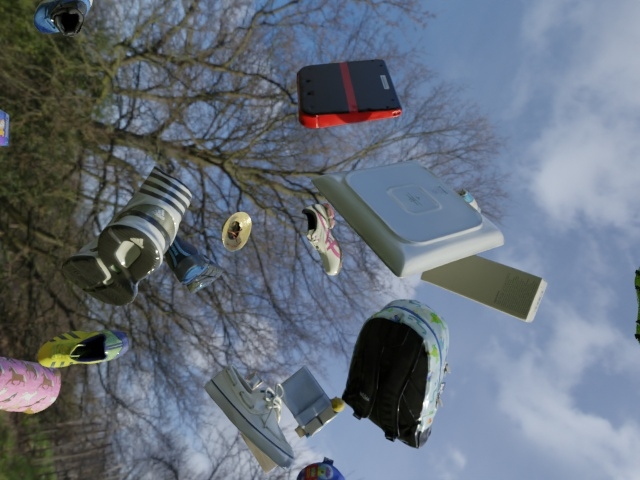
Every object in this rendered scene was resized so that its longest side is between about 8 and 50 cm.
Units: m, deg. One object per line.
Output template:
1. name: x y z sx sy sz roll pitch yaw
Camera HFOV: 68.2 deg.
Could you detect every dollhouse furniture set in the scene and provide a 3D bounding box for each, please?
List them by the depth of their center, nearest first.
1. dollhouse furniture set: -0.108 0.502 1.471 0.286 0.303 0.198 55 -11 4

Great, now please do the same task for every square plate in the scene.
1. square plate: 0.207 -0.082 1.091 0.347 0.344 0.049 51 -39 35

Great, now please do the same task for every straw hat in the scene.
1. straw hat: -0.311 -0.039 1.648 0.061 0.144 0.144 22 -71 33

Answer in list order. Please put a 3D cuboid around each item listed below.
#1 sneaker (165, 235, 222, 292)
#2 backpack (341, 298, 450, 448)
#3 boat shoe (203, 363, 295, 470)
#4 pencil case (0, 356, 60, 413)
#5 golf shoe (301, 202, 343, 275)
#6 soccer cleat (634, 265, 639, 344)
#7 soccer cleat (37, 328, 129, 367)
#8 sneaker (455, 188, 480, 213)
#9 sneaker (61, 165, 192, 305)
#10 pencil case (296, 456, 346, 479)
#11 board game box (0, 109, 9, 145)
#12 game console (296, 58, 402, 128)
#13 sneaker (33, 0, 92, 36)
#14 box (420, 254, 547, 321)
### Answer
1. sneaker: -0.402 0.072 1.490 0.140 0.125 0.341 52 -14 9
2. backpack: 0.220 0.337 1.319 0.290 0.273 0.356 22 -49 37
3. boat shoe: -0.164 0.453 1.293 0.367 0.156 0.136 26 -24 45
4. pencil case: -0.926 0.430 1.389 0.386 0.167 0.160 89 -1 -72
5. golf shoe: 0.000 0.000 1.187 0.067 0.086 0.186 -24 -102 55
6. soccer cleat: 0.535 0.095 0.740 0.060 0.072 0.179 -26 -139 64
7. soccer cleat: -0.666 0.295 1.287 0.121 0.289 0.093 6 74 -76
8. sneaker: 0.346 -0.093 1.392 0.228 0.092 0.087 -13 -144 38
9. sneaker: -0.426 -0.011 1.114 0.447 0.169 0.257 -26 -151 44
10. pencil case: 0.002 0.649 1.045 0.306 0.133 0.119 -87 168 -61
11. board game box: -0.868 -0.263 0.970 0.233 0.347 0.078 -165 -101 -67
12. game console: 0.087 -0.522 1.661 0.060 0.342 0.387 86 -1 -45
13. sneaker: -0.528 -0.443 0.949 0.152 0.058 0.085 -14 -123 20
14. box: 0.401 0.100 1.174 0.275 0.094 0.113 23 -87 33
